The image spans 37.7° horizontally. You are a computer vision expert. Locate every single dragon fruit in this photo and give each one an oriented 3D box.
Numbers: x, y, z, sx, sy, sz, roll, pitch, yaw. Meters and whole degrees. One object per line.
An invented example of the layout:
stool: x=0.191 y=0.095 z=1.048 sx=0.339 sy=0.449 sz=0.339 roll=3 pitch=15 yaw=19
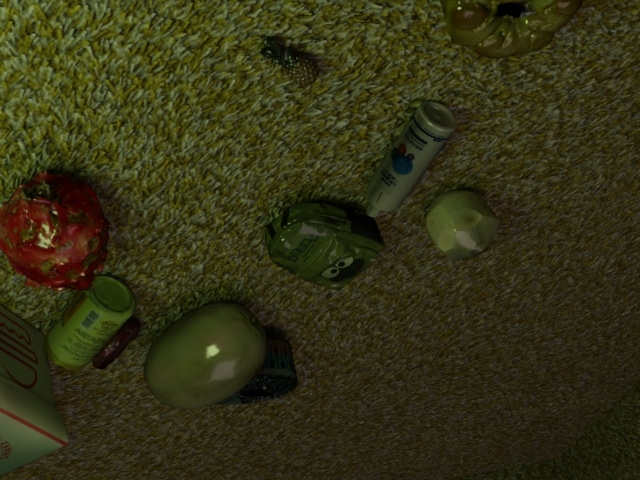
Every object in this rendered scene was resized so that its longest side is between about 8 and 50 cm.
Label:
dragon fruit: x=-0.489 y=-0.027 z=1.709 sx=0.205 sy=0.210 sz=0.268 roll=8 pitch=149 yaw=7

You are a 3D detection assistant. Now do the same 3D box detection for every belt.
belt: x=-0.189 y=0.336 z=2.426 sx=0.258 sy=0.150 sz=0.207 roll=3 pitch=149 yaw=-31

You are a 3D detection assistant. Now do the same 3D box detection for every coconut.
coconut: x=0.332 y=-0.028 z=2.185 sx=0.161 sy=0.162 sz=0.161 roll=-14 pitch=145 yaw=-10

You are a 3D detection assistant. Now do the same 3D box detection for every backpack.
backpack: x=0.000 y=0.000 z=2.072 sx=0.253 sy=0.140 sz=0.207 roll=20 pitch=129 yaw=-37

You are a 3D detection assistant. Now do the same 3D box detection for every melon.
melon: x=-0.269 y=0.273 z=2.220 sx=0.317 sy=0.223 sz=0.223 roll=-34 pitch=145 yaw=14

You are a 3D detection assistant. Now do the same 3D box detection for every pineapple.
pineapple: x=-0.057 y=-0.318 z=1.662 sx=0.058 sy=0.058 sz=0.124 roll=-37 pitch=143 yaw=22

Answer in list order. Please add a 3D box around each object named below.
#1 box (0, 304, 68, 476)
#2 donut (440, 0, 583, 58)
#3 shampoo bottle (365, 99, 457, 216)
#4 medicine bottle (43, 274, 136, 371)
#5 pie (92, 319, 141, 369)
box: x=-0.757 y=0.315 z=1.941 sx=0.315 sy=0.300 sz=0.312 roll=-26 pitch=146 yaw=5
donut: x=0.323 y=-0.429 z=1.650 sx=0.262 sy=0.128 sz=0.208 roll=14 pitch=134 yaw=-41
shampoo bottle: x=0.176 y=-0.158 z=1.984 sx=0.092 sy=0.092 sz=0.303 roll=2 pitch=140 yaw=-31
medicine bottle: x=-0.511 y=0.185 z=2.060 sx=0.124 sy=0.124 sz=0.239 roll=14 pitch=133 yaw=-41
pie: x=-0.474 y=0.242 z=2.175 sx=0.154 sy=0.036 sz=0.154 roll=-49 pitch=177 yaw=-4
